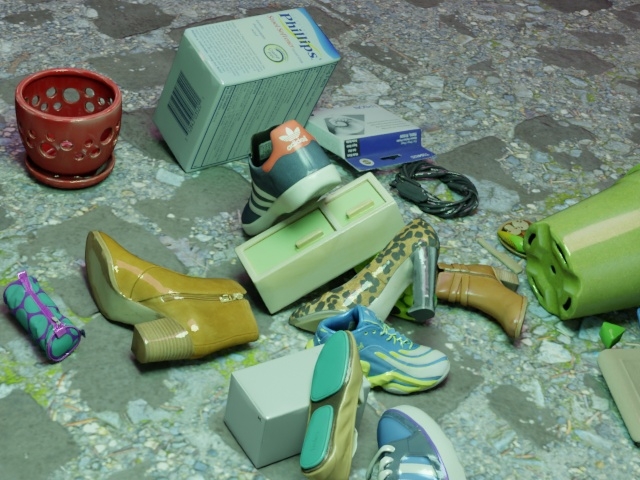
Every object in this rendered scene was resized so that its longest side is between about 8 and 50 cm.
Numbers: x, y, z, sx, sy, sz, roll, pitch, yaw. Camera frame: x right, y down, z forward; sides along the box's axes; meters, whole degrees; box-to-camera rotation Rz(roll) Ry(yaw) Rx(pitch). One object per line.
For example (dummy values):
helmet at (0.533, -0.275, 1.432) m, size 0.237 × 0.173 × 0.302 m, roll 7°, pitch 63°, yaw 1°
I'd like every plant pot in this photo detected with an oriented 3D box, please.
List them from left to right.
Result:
plant pot at (-0.469, -0.203, 1.913) m, size 0.191 × 0.174 × 0.191 m, roll 8°, pitch 36°, yaw -6°
plant pot at (0.512, 0.023, 1.832) m, size 0.254 × 0.276 × 0.276 m, roll -17°, pitch 43°, yaw -16°

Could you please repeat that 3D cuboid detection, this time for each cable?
cable at (0.240, -0.103, 2.088) m, size 0.184 × 0.047 × 0.150 m, roll 24°, pitch 33°, yaw 24°

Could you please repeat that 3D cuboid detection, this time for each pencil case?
pencil case at (-0.428, 0.116, 1.583) m, size 0.064 × 0.070 × 0.152 m, roll -21°, pitch 46°, yaw -36°

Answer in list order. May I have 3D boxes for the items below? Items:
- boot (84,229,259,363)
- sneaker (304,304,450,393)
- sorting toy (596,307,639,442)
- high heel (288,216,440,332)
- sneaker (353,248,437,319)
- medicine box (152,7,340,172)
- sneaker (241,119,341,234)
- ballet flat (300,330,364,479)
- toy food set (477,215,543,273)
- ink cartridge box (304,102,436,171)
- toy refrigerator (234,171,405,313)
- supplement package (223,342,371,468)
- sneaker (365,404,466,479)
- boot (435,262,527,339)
boot at (-0.242, 0.081, 1.670) m, size 0.211 × 0.104 × 0.295 m, roll -10°, pitch 46°, yaw -34°
sneaker at (0.096, 0.168, 1.605) m, size 0.240 × 0.126 × 0.091 m, roll 1°, pitch 38°, yaw -12°
sorting toy at (0.567, 0.255, 1.677) m, size 0.196 × 0.047 × 0.347 m, roll -3°, pitch 45°, yaw -11°
high heel at (0.073, 0.059, 1.699) m, size 0.261 × 0.093 × 0.186 m, roll -10°, pitch 53°, yaw 23°
sneaker at (0.115, 0.025, 1.818) m, size 0.123 × 0.109 × 0.295 m, roll -20°, pitch 46°, yaw -30°
medicine box at (-0.147, -0.296, 2.025) m, size 0.289 × 0.263 × 0.149 m, roll -20°, pitch 66°, yaw -35°
sneaker at (-0.075, -0.113, 1.768) m, size 0.131 × 0.350 × 0.148 m, roll -30°, pitch 90°, yaw -25°
ballet flat at (0.022, 0.232, 1.405) m, size 0.073 × 0.080 × 0.232 m, roll 41°, pitch 45°, yaw -29°
toy food set at (0.410, -0.007, 2.000) m, size 0.192 × 0.038 × 0.132 m, roll -19°, pitch 46°, yaw -35°
ink cartridge box at (0.097, -0.224, 2.167) m, size 0.223 × 0.045 × 0.224 m, roll -14°, pitch 36°, yaw -37°
toy refrigerator at (0.000, 0.000, 1.733) m, size 0.269 × 0.094 × 0.102 m, roll -29°, pitch 43°, yaw -5°
supplement package at (-0.035, 0.236, 1.498) m, size 0.179 × 0.105 × 0.105 m, roll -13°, pitch 43°, yaw -31°
sneaker at (0.070, 0.356, 1.339) m, size 0.236 × 0.130 × 0.323 m, roll -2°, pitch 44°, yaw -23°
boot at (0.274, 0.103, 1.792) m, size 0.152 × 0.073 × 0.197 m, roll 10°, pitch 24°, yaw -4°
